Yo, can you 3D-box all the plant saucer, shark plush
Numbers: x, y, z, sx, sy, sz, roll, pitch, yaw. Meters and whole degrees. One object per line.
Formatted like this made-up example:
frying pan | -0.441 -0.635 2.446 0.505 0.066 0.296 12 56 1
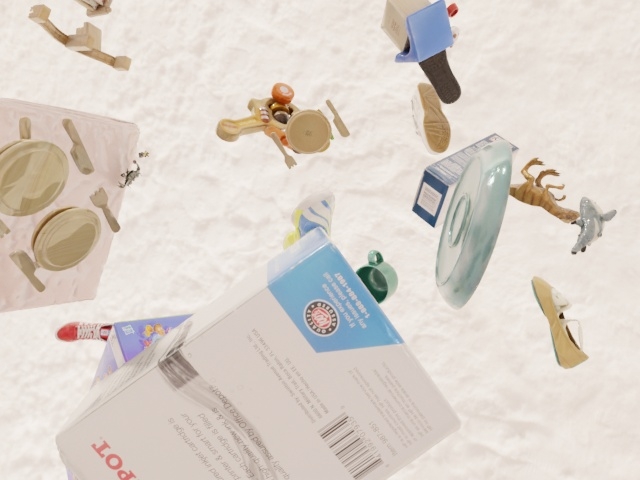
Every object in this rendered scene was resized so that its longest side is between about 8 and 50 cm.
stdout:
plant saucer | 0.266 -0.032 1.028 0.044 0.317 0.317 15 97 2
shark plush | 0.569 -0.024 1.226 0.067 0.073 0.161 38 71 3

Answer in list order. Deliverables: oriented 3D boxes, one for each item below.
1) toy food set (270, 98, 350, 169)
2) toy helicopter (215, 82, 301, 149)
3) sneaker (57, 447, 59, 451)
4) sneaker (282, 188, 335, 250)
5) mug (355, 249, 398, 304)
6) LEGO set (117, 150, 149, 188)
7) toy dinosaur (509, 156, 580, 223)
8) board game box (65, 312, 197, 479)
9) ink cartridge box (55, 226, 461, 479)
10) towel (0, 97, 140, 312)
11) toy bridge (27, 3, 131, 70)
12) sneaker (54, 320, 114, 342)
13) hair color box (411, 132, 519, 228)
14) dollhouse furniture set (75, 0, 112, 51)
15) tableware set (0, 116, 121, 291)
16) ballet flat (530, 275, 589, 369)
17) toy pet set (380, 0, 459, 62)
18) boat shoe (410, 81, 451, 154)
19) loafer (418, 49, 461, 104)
toy food set | -0.031 -0.290 1.520 0.192 0.038 0.132 -28 115 9
toy helicopter | -0.192 -0.386 1.914 0.235 0.355 0.140 53 140 15
sneaker | -0.529 0.447 1.296 0.134 0.070 0.051 -37 45 9
sneaker | 0.000 0.000 1.100 0.091 0.240 0.126 -26 74 -22
mug | 0.183 0.116 1.754 0.129 0.097 0.157 40 122 19
LEGO set | -0.314 -0.115 0.957 0.023 0.054 0.083 42 127 -7
toy dinosaur | 0.383 -0.094 1.057 0.211 0.064 0.112 27 87 48
board game box | -0.221 0.246 0.841 0.078 0.233 0.347 57 131 33
ink cartridge box | -0.057 0.167 0.571 0.307 0.129 0.223 -35 101 1
towel | -0.438 -0.047 0.883 0.053 0.317 0.331 24 101 22
toy bridge | -0.416 -0.342 0.975 0.063 0.188 0.026 10 83 31
sneaker | -0.449 0.180 1.104 0.067 0.118 0.042 0 87 39
hair color box | 0.449 -0.189 1.749 0.105 0.347 0.173 43 143 29
dollhouse furniture set | -0.450 -0.575 1.020 0.174 0.303 0.355 -1 87 19
tableware set | -0.307 -0.038 0.625 0.039 0.194 0.128 33 60 22
ballet flat | 0.559 0.180 1.310 0.073 0.080 0.232 -28 58 33
toy pet set | 0.121 -0.221 0.536 0.114 0.122 0.065 -31 73 -15
boat shoe | 0.344 -0.374 1.809 0.096 0.098 0.277 126 146 -54
loafer | 0.295 -0.461 1.481 0.080 0.078 0.220 -24 111 9
